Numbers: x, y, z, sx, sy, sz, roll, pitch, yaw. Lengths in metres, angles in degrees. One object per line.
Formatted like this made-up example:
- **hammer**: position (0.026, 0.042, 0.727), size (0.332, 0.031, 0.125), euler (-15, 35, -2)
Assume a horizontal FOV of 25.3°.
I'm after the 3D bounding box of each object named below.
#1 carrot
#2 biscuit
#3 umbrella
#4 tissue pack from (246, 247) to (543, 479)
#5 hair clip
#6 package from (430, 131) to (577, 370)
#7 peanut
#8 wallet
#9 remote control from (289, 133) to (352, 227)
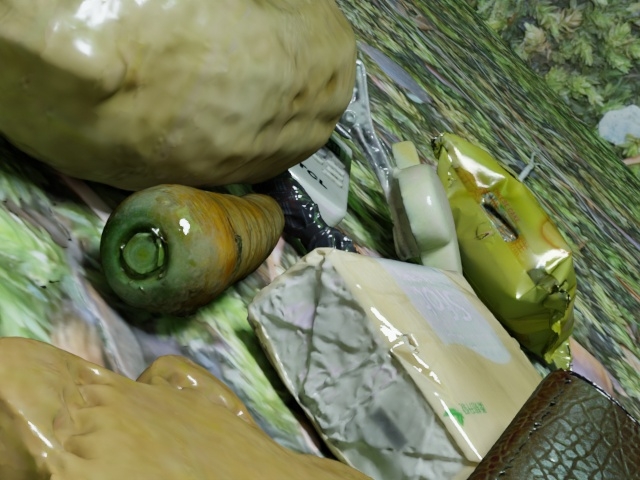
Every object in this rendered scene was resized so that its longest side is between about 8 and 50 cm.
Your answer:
- **carrot**: position (-0.061, -0.006, 0.923), size (0.078, 0.078, 0.298), euler (45, 13, 5)
- **biscuit**: position (-0.011, 0.163, 0.664), size (0.355, 0.052, 0.275), euler (31, 21, -33)
- **umbrella**: position (0.000, 0.000, 1.083), size (0.144, 0.037, 0.040), euler (51, -3, 16)
- **tissue pack**: position (0.072, 0.095, 0.937), size (0.186, 0.090, 0.222), euler (54, 20, 23)
- **hair clip**: position (0.067, -0.053, 1.256), size (0.218, 0.071, 0.159), euler (62, 10, -3)
- **package**: position (0.172, 0.009, 1.327), size (0.226, 0.090, 0.168), euler (58, -6, 26)
- **peanut**: position (-0.097, -0.126, 0.945), size (0.192, 0.169, 0.387), euler (42, 17, 13)
- **wallet**: position (0.130, 0.151, 0.716), size (0.133, 0.039, 0.243), euler (37, 32, 12)
- **remote control**: position (-0.012, -0.069, 1.233), size (0.087, 0.029, 0.190), euler (40, 18, -10)
